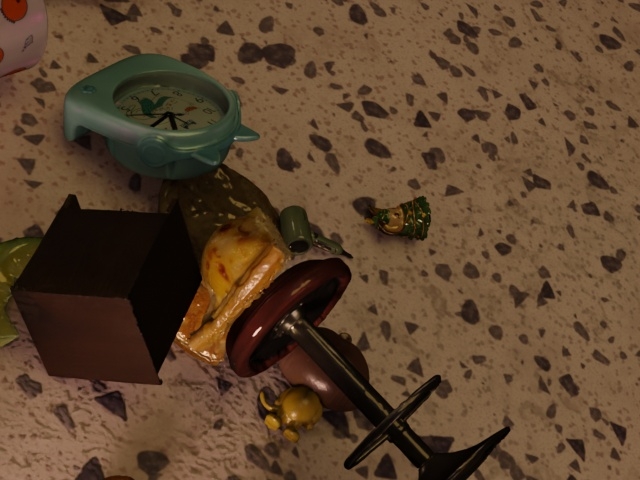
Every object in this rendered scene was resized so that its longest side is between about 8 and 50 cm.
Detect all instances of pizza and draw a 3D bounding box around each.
[{"bbox_3d":[-0.131,0.045,1.693,0.080,0.204,0.188,34,15,-21],"label":"pizza"},{"bbox_3d":[-0.171,0.095,1.787,0.134,0.046,0.175,-24,89,-9],"label":"pizza"}]

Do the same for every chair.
[{"bbox_3d":[0.036,0.187,1.646,0.401,0.227,0.226,45,47,16],"label":"chair"}]

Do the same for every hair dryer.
[{"bbox_3d":[0.000,0.000,1.976,0.150,0.047,0.071,23,42,-35],"label":"hair dryer"}]

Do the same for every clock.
[{"bbox_3d":[-0.235,-0.178,1.873,0.274,0.094,0.223,30,41,22],"label":"clock"}]

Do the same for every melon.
[{"bbox_3d":[-0.432,0.067,1.665,0.118,0.064,0.210,30,50,-17],"label":"melon"}]

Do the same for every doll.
[{"bbox_3d":[-0.016,0.204,1.804,0.188,0.096,0.145,-29,64,-22],"label":"doll"},{"bbox_3d":[0.131,-0.026,2.084,0.113,0.077,0.078,-17,38,-8],"label":"doll"}]

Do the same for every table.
[{"bbox_3d":[-0.277,0.065,1.651,0.169,0.173,0.193,3,44,16],"label":"table"}]

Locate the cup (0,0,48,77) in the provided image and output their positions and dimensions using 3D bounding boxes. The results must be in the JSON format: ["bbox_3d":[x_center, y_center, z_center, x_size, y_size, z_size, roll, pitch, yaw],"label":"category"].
[{"bbox_3d":[-0.576,-0.300,1.736,0.317,0.212,0.212,-29,76,-40],"label":"cup"}]

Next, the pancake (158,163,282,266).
[{"bbox_3d":[-0.153,-0.024,1.907,0.241,0.050,0.242,22,52,-32],"label":"pancake"}]

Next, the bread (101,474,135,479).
[{"bbox_3d":[-0.258,0.345,1.582,0.081,0.046,0.083,-1,60,-29],"label":"bread"}]
